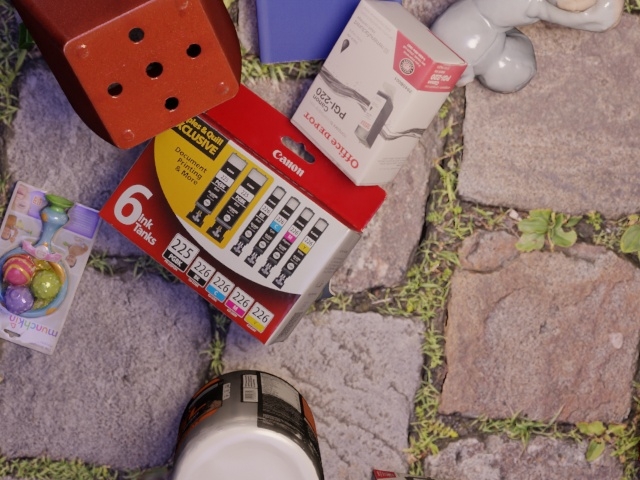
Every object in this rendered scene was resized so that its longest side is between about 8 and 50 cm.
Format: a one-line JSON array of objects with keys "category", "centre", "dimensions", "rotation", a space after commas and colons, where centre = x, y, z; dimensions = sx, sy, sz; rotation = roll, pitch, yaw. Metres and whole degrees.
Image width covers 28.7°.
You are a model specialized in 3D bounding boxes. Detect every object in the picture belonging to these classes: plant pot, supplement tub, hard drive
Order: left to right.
[{"category": "plant pot", "centre": [-0.247, -0.280, 1.666], "dimensions": [0.267, 0.235, 0.267], "rotation": [-27, 130, -3]}, {"category": "supplement tub", "centre": [-0.103, 0.305, 1.769], "dimensions": [0.207, 0.338, 0.207], "rotation": [0, 98, -3]}, {"category": "hard drive", "centre": [0.008, -0.405, 1.751], "dimensions": [0.210, 0.040, 0.318], "rotation": [-5, 125, -3]}]

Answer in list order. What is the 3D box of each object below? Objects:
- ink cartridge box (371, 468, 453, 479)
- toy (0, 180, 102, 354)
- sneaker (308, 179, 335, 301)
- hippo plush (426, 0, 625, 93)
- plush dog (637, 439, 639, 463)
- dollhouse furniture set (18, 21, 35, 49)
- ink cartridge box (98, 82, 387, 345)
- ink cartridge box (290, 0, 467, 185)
[{"category": "ink cartridge box", "centre": [0.155, 0.404, 1.917], "dimensions": [0.151, 0.109, 0.063], "rotation": [8, 95, -5]}, {"category": "toy", "centre": [-0.427, 0.046, 1.852], "dimensions": [0.137, 0.056, 0.237], "rotation": [21, 97, -5]}, {"category": "sneaker", "centre": [0.000, 0.000, 1.876], "dimensions": [0.086, 0.064, 0.192], "rotation": [10, 92, -22]}, {"category": "hippo plush", "centre": [0.266, -0.311, 1.749], "dimensions": [0.294, 0.234, 0.236], "rotation": [20, 111, -35]}, {"category": "plush dog", "centre": [0.604, 0.300, 1.920], "dimensions": [0.225, 0.210, 0.262], "rotation": [27, 68, 7]}, {"category": "dollhouse furniture set", "centre": [-0.359, -0.290, 1.823], "dimensions": [0.152, 0.058, 0.076], "rotation": [1, 91, -23]}, {"category": "ink cartridge box", "centre": [-0.106, -0.051, 1.781], "dimensions": [0.309, 0.130, 0.272], "rotation": [37, 95, 9]}, {"category": "ink cartridge box", "centre": [0.078, -0.207, 1.766], "dimensions": [0.158, 0.092, 0.218], "rotation": [46, 121, 25]}]
